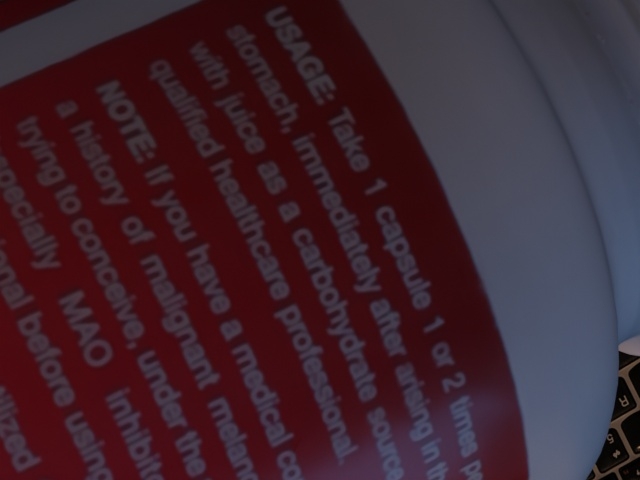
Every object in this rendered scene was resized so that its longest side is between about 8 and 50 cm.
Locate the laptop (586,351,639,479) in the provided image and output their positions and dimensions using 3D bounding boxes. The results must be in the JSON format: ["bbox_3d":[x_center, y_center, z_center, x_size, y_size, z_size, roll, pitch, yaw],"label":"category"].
[{"bbox_3d":[0.063,0.118,0.893,0.382,0.408,0.236,-35,157,29],"label":"laptop"}]

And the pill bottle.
[{"bbox_3d":[-0.066,0.025,0.509,0.408,0.229,0.229,-26,168,-14],"label":"pill bottle"}]
